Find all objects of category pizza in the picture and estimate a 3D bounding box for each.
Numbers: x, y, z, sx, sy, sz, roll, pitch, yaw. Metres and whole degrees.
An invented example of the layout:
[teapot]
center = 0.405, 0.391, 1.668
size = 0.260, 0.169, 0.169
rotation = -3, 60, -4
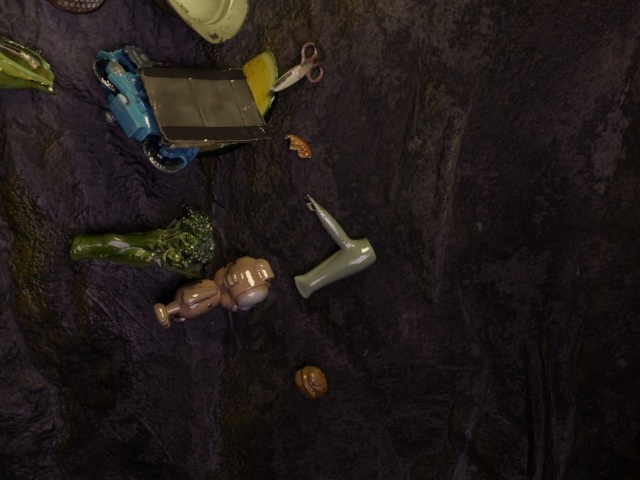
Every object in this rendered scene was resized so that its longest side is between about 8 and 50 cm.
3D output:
[pizza]
center = -0.049, -0.211, 1.500
size = 0.083, 0.016, 0.037
rotation = 38, 95, -33

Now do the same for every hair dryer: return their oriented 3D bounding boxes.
[hair dryer]
center = 0.000, 0.000, 1.596
size = 0.207, 0.075, 0.237
rotation = -27, 112, 0

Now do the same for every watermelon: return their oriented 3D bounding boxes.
[watermelon]
center = -0.181, -0.260, 1.389
size = 0.301, 0.123, 0.129
rotation = -44, 98, 0

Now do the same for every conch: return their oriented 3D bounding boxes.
[conch]
center = -0.584, -0.321, 1.221
size = 0.201, 0.080, 0.094
rotation = -2, 101, -38

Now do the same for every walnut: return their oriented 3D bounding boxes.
[walnut]
center = -0.025, 0.364, 1.732
size = 0.079, 0.082, 0.096
rotation = -18, 124, 20

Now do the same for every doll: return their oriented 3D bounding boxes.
[doll]
center = -0.236, 0.123, 1.515
size = 0.278, 0.154, 0.119
rotation = -23, 79, -4

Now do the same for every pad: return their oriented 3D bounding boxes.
[pad]
center = -0.216, -0.256, 1.272
size = 0.233, 0.174, 0.022
rotation = -12, 162, -39

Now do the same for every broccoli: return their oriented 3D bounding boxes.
[broccoli]
center = -0.377, 0.007, 1.423
size = 0.304, 0.165, 0.145
rotation = -4, 74, -7

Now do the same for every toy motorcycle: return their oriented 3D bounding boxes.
[toy motorcycle]
center = -0.317, -0.246, 1.280
size = 0.124, 0.182, 0.272
rotation = -37, 83, 29

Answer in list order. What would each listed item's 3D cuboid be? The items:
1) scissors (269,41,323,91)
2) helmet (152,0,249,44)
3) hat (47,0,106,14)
[scissors]
center = -0.048, -0.344, 1.385
size = 0.176, 0.022, 0.085
rotation = -46, 131, -41
[helmet]
center = -0.259, -0.485, 1.232
size = 0.204, 0.137, 0.257
rotation = -56, 138, -36
[hat]
center = -0.435, -0.509, 1.193
size = 0.193, 0.082, 0.193
rotation = 12, 131, 14
